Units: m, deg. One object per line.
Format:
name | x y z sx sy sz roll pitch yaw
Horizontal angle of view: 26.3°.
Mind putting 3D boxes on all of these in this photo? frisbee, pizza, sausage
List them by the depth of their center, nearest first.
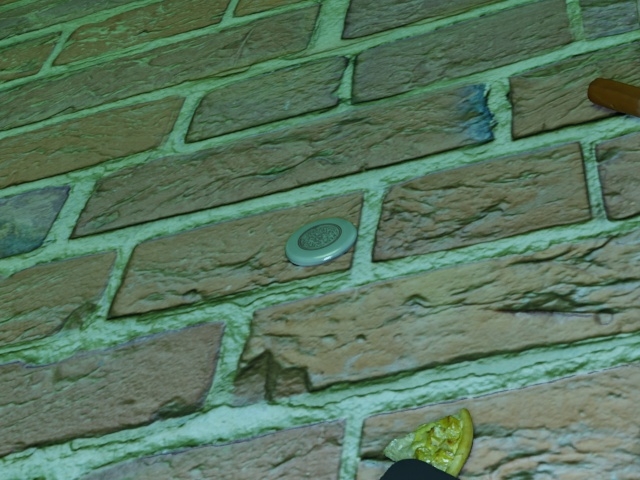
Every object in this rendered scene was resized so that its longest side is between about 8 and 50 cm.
pizza | 0.115 0.232 1.525 0.108 0.026 0.123 -8 33 26
frisbee | 0.000 0.000 1.985 0.110 0.014 0.110 -15 30 9
sausage | 0.449 -0.210 2.024 0.041 0.039 0.131 -31 30 -21

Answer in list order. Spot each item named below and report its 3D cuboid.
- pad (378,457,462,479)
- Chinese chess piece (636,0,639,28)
pad | 0.023 0.318 1.412 0.323 0.055 0.250 7 40 39
Chinese chess piece | 0.645 -0.363 2.052 0.338 0.140 0.338 -15 31 9
